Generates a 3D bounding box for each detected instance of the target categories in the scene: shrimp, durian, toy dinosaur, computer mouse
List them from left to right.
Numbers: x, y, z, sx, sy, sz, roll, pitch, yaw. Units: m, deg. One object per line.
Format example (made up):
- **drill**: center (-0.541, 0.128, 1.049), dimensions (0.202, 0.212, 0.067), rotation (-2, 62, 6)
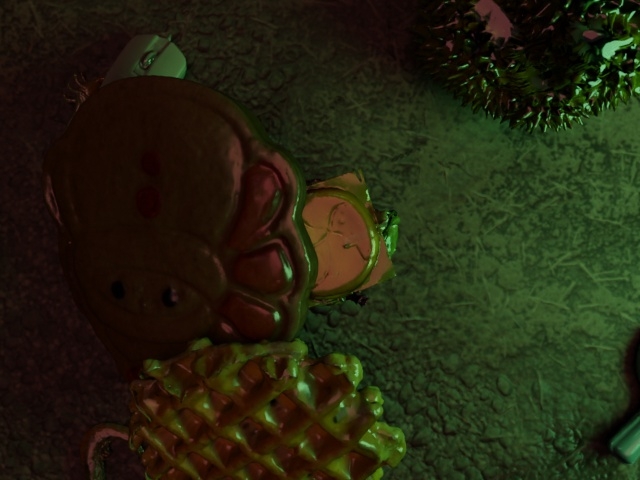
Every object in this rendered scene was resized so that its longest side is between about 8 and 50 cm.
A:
- **toy dinosaur**: center (-0.315, -0.184, 0.674), dimensions (0.041, 0.026, 0.113), rotation (40, 80, -17)
- **shrimp**: center (-0.270, 0.296, 0.676), dimensions (0.083, 0.023, 0.114), rotation (-3, 86, -2)
- **computer mouse**: center (-0.232, -0.188, 0.662), dimensions (0.089, 0.056, 0.181), rotation (26, 89, -4)
- **durian**: center (0.255, -0.259, 0.575), dimensions (0.225, 0.291, 0.291), rotation (-35, 90, -41)

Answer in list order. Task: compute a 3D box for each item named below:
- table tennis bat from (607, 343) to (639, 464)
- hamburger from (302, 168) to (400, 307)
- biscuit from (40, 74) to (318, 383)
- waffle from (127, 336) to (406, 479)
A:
- **table tennis bat**: center (0.457, 0.191, 0.669), dimensions (0.149, 0.038, 0.237), rotation (44, 87, 0)
- **hamburger**: center (0.004, 0.001, 0.641), dimensions (0.190, 0.093, 0.163), rotation (-7, 92, 2)
- **biscuit**: center (-0.175, 0.007, 0.607), dimensions (0.359, 0.074, 0.380), rotation (9, 100, 20)
- **waffle**: center (-0.067, 0.237, 0.594), dimensions (0.325, 0.068, 0.301), rotation (3, 119, 10)
